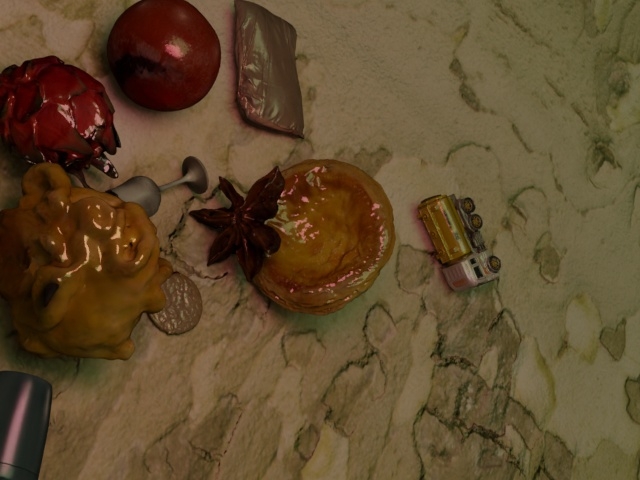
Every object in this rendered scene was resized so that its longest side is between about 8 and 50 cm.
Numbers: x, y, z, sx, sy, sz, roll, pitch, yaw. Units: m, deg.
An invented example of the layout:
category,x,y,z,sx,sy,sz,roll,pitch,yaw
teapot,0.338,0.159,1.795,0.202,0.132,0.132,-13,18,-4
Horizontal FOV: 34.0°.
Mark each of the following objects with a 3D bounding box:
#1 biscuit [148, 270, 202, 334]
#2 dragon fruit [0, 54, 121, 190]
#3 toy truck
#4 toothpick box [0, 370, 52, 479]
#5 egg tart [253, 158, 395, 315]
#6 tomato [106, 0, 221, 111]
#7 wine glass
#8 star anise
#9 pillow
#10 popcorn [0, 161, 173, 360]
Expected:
category,x,y,z,sx,sy,sz,roll,pitch,yaw
biscuit,-0.267,0.114,1.908,0.120,0.015,0.120,12,69,-34
dragon fruit,-0.439,-0.201,1.766,0.274,0.192,0.193,33,75,-25
toy truck,0.300,0.003,2.321,0.114,0.098,0.227,-23,88,-35
toothpick box,-0.484,0.298,1.624,0.120,0.120,0.184,24,59,-29
egg tart,0.000,0.000,2.041,0.318,0.128,0.319,-3,70,8
tomato,-0.288,-0.335,1.908,0.208,0.208,0.184,42,36,-20
wine glass,-0.300,-0.089,1.906,0.195,0.079,0.079,-26,92,-40
star anise,-0.137,-0.027,1.955,0.111,0.212,0.196,40,25,-55
pillow,-0.102,-0.350,2.144,0.173,0.067,0.270,10,71,-40
popcorn,-0.400,0.054,1.668,0.315,0.281,0.297,29,98,-6
